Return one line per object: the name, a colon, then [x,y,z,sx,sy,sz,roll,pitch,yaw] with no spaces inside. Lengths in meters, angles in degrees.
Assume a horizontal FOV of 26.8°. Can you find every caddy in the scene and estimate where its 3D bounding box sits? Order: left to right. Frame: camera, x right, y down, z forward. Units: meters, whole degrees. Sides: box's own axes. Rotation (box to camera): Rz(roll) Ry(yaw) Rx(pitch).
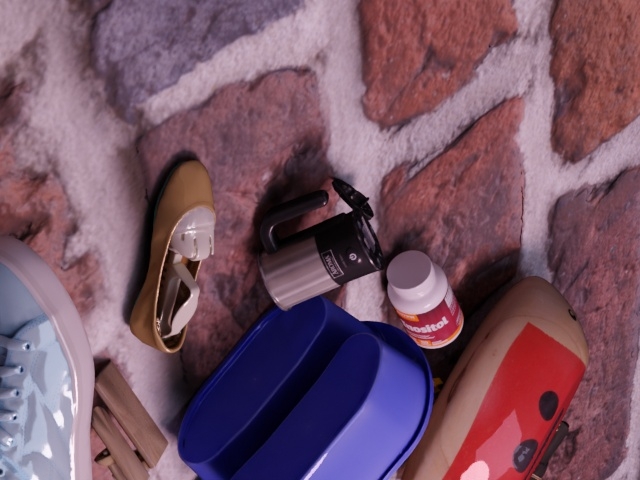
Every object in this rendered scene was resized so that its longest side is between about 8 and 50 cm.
caddy: [-0.013,0.235,1.715,0.341,0.241,0.179,-49,137,-5]

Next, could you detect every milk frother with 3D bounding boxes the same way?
milk frother: [0.000,0.000,1.664,0.135,0.129,0.143,-23,180,15]

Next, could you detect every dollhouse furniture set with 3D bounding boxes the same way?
dollhouse furniture set: [-0.288,0.249,1.549,0.151,0.144,0.123,-27,104,19]

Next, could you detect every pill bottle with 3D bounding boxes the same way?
pill bottle: [0.144,0.081,1.887,0.086,0.086,0.152,-45,142,-12]

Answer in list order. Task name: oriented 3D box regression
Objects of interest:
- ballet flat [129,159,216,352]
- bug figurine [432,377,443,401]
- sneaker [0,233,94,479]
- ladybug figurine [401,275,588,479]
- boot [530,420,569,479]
ballet flat: [-0.154,0.023,1.524,0.080,0.073,0.232,-9,125,-44]
bug figurine: [0.065,0.277,1.968,0.279,0.072,0.216,-12,134,-48]
sneaker: [-0.317,0.181,1.355,0.150,0.135,0.365,-39,130,-54]
ladybug figurine: [0.270,0.271,2.045,0.449,0.162,0.305,-60,162,-9]
boot: [0.379,0.357,2.390,0.137,0.077,0.198,-55,157,-5]
